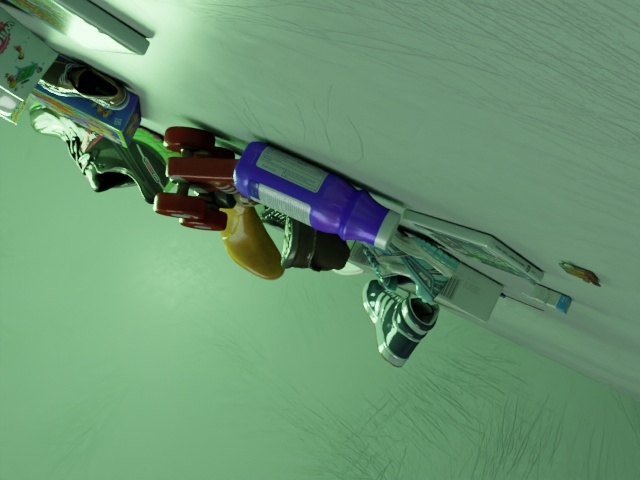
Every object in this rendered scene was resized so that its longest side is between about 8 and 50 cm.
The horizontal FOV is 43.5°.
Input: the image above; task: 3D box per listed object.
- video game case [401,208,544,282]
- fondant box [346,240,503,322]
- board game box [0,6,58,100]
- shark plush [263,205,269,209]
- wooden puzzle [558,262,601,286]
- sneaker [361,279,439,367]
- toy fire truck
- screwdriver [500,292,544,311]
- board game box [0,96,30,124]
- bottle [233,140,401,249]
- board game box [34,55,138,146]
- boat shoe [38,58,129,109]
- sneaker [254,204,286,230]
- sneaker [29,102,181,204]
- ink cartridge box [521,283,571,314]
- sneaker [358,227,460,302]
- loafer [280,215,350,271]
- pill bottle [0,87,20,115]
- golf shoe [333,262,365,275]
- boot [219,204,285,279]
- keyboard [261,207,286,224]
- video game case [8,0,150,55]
[{"bbox_3d":[0.251,0.009,1.328,0.173,0.022,0.190,28,175,-41],"label":"video game case"},{"bbox_3d":[0.219,0.070,1.834,0.238,0.096,0.330,27,177,-28],"label":"fondant box"},{"bbox_3d":[-0.532,-0.328,1.083,0.224,0.097,0.303,34,177,14],"label":"board game box"},{"bbox_3d":[-0.056,-0.102,1.836,0.161,0.073,0.067,10,-159,-2],"label":"shark plush"},{"bbox_3d":[0.372,0.047,1.151,0.049,0.006,0.083,23,176,36],"label":"wooden puzzle"},{"bbox_3d":[0.189,0.154,1.896,0.099,0.153,0.282,24,-152,-24],"label":"sneaker"},{"bbox_3d":[-0.173,-0.111,1.597,0.254,0.169,0.302,5,172,14],"label":"toy fire truck"},{"bbox_3d":[0.437,0.136,1.846,0.170,0.025,0.024,27,176,-4],"label":"screwdriver"},{"bbox_3d":[-0.727,-0.363,1.746,0.142,0.144,0.275,26,177,-7],"label":"board game box"},{"bbox_3d":[-0.005,-0.071,1.348,0.283,0.092,0.118,24,167,11],"label":"bottle"},{"bbox_3d":[-0.497,-0.294,1.668,0.233,0.078,0.347,26,176,-11],"label":"board game box"},{"bbox_3d":[-0.438,-0.294,1.453,0.183,0.066,0.066,16,172,-3],"label":"boat shoe"},{"bbox_3d":[-0.106,-0.066,2.017,0.147,0.105,0.295,34,168,-35],"label":"sneaker"},{"bbox_3d":[-0.590,-0.239,2.107,0.482,0.202,0.185,24,175,20],"label":"sneaker"},{"bbox_3d":[0.420,0.106,1.487,0.083,0.028,0.048,24,176,24],"label":"ink cartridge box"},{"bbox_3d":[0.133,0.030,1.609,0.283,0.122,0.110,27,178,35],"label":"sneaker"},{"bbox_3d":[0.000,0.000,1.698,0.130,0.134,0.366,6,179,7],"label":"loafer"},{"bbox_3d":[-0.631,-0.334,1.354,0.278,0.162,0.162,28,176,-30],"label":"pill bottle"},{"bbox_3d":[0.017,0.013,2.308,0.306,0.115,0.140,21,171,40],"label":"golf shoe"},{"bbox_3d":[-0.180,-0.053,1.872,0.295,0.104,0.211,46,152,12],"label":"boot"},{"bbox_3d":[-0.049,-0.065,1.765,0.108,0.023,0.180,12,162,-24],"label":"keyboard"},{"bbox_3d":[-0.340,-0.296,0.999,0.212,0.023,0.193,28,176,-38],"label":"video game case"}]
